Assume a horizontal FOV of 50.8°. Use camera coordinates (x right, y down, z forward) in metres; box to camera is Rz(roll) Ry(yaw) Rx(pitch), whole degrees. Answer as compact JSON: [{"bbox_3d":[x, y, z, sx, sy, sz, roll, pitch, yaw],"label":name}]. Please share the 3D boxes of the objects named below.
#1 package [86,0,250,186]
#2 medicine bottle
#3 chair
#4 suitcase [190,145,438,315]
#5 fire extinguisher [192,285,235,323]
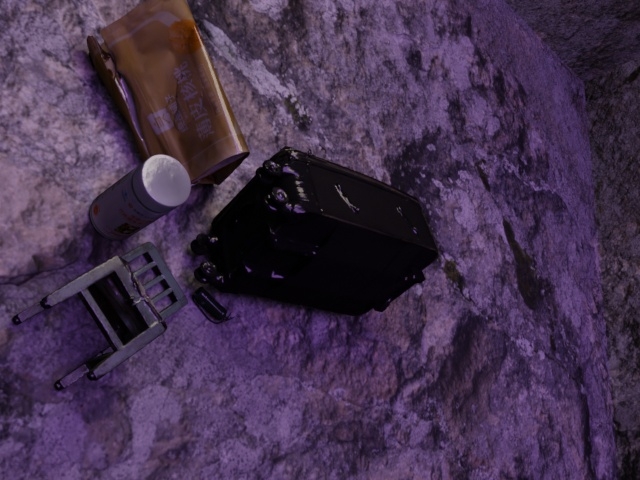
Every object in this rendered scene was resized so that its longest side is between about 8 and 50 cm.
[{"bbox_3d":[-0.273,-0.243,1.180,0.164,0.221,0.312,-22,88,-26],"label":"package"},{"bbox_3d":[-0.290,-0.065,1.070,0.086,0.183,0.086,18,62,-37],"label":"medicine bottle"},{"bbox_3d":[-0.298,0.094,1.026,0.270,0.147,0.136,-35,98,-44],"label":"chair"},{"bbox_3d":[0.000,0.000,1.265,0.433,0.283,0.194,17,44,-38],"label":"suitcase"},{"bbox_3d":[-0.193,0.121,1.204,0.038,0.025,0.083,-46,110,-5],"label":"fire extinguisher"}]
